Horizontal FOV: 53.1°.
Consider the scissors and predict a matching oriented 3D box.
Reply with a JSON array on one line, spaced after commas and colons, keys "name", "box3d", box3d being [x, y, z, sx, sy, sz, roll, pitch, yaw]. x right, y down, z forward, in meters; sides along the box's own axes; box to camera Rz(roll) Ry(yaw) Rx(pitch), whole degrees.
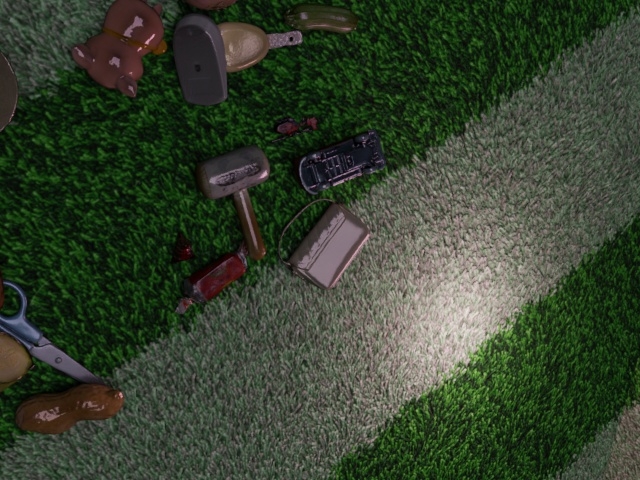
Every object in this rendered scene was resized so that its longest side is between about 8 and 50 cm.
[{"name": "scissors", "box3d": [-0.702, 0.280, 1.630, 0.447, 0.029, 0.192, 43, 82, -25]}]

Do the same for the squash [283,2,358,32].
[{"name": "squash", "box3d": [0.002, -0.608, 1.750, 0.219, 0.068, 0.077, -7, 82, -24]}]

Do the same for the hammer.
[{"name": "hammer", "box3d": [-0.205, -0.092, 1.728, 0.202, 0.113, 0.305, -21, 104, -16]}]

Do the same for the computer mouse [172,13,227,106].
[{"name": "computer mouse", "box3d": [-0.302, -0.456, 1.627, 0.128, 0.079, 0.230, 4, 118, 13]}]

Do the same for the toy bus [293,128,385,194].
[{"name": "toy bus", "box3d": [0.044, -0.222, 1.818, 0.265, 0.120, 0.121, -24, 109, -19]}]

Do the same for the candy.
[{"name": "candy", "box3d": [-0.288, 0.097, 1.766, 0.292, 0.059, 0.086, -38, 116, -13]}]

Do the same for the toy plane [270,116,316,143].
[{"name": "toy plane", "box3d": [-0.076, -0.319, 1.792, 0.145, 0.037, 0.060, -20, 112, -18]}]

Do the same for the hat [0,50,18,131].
[{"name": "hat", "box3d": [-0.804, -0.332, 1.406, 0.257, 0.130, 0.257, -5, 102, -24]}]

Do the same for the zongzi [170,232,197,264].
[{"name": "zongzi", "box3d": [-0.362, 0.031, 1.732, 0.074, 0.067, 0.083, 7, 116, -37]}]

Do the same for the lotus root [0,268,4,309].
[{"name": "lotus root", "box3d": [-0.829, 0.057, 1.446, 0.193, 0.193, 0.290, -25, 91, -18]}]

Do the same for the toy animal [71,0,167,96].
[{"name": "toy animal", "box3d": [-0.463, -0.475, 1.532, 0.165, 0.149, 0.247, 28, 77, -11]}]

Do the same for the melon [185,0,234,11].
[{"name": "melon", "box3d": [-0.277, -0.708, 1.523, 0.223, 0.223, 0.316, -18, 108, -20]}]

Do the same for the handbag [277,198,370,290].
[{"name": "handbag", "box3d": [0.000, 0.000, 1.874, 0.219, 0.079, 0.256, 39, 83, -15]}]

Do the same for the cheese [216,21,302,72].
[{"name": "cheese", "box3d": [-0.164, -0.526, 1.703, 0.252, 0.054, 0.127, -16, 110, -21]}]

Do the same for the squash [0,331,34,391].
[{"name": "squash", "box3d": [-0.840, 0.352, 1.520, 0.287, 0.137, 0.137, -39, 114, 3]}]

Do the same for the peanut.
[{"name": "peanut", "box3d": [-0.639, 0.428, 1.640, 0.263, 0.101, 0.117, -14, 140, -13]}]
